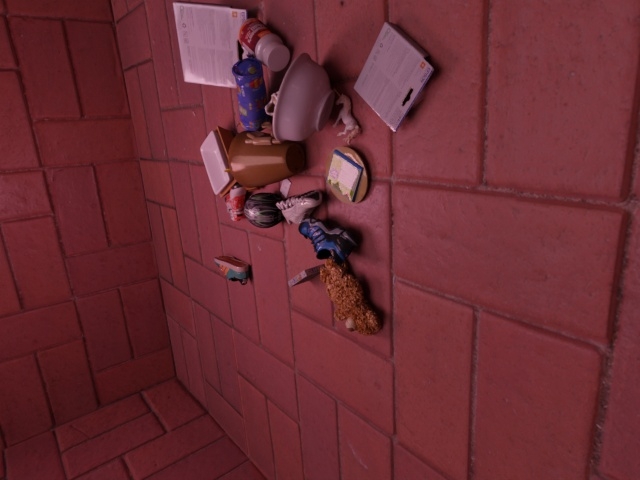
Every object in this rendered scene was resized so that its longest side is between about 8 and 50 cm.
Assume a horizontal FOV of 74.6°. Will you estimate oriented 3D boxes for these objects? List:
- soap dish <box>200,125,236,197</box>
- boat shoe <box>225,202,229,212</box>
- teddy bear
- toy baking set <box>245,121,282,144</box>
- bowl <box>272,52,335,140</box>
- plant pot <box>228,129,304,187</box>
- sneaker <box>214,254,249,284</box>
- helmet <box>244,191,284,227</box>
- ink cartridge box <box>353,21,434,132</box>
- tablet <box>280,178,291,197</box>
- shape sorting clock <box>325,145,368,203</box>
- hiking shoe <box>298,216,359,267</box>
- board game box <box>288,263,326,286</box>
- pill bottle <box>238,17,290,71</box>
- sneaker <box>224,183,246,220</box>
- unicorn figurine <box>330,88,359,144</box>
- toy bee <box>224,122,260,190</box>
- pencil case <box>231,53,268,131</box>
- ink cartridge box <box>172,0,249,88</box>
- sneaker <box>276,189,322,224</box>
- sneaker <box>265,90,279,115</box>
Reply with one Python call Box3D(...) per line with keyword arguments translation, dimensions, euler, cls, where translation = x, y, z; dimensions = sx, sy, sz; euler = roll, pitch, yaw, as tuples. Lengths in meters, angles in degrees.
Box3D(translation=(-0.485, -0.390, 2.107), dimensions=(0.228, 0.118, 0.291), euler=(-28, 80, 53), cls="soap dish")
Box3D(translation=(-0.488, -0.163, 2.264), dimensions=(0.035, 0.035, 0.100), euler=(-13, 92, 53), cls="boat shoe")
Box3D(translation=(0.091, 0.215, 1.584), dimensions=(0.245, 0.113, 0.338), euler=(-37, 73, 54), cls="teddy bear")
Box3D(translation=(-0.164, -0.424, 1.603), dimensions=(0.256, 0.197, 0.030), euler=(10, 139, 30), cls="toy baking set")
Box3D(translation=(-0.038, -0.458, 1.418), dimensions=(0.134, 0.298, 0.298), euler=(23, 127, 7), cls="bowl")
Box3D(translation=(-0.198, -0.326, 1.692), dimensions=(0.254, 0.237, 0.238), euler=(8, 110, 37), cls="plant pot")
Box3D(translation=(-0.502, 0.164, 2.341), dimensions=(0.302, 0.108, 0.121), euler=(18, 112, 47), cls="sneaker")
Box3D(translation=(-0.251, -0.132, 1.859), dimensions=(0.169, 0.161, 0.170), euler=(23, 120, 47), cls="helmet")
Box3D(translation=(0.216, -0.469, 1.224), dimensions=(0.224, 0.045, 0.223), euler=(56, 140, 22), cls="ink cartridge box")
Box3D(translation=(-0.152, -0.234, 1.824), dimensions=(0.054, 0.006, 0.083), euler=(50, 138, 29), cls="tablet")
Box3D(translation=(0.092, -0.228, 1.478), dimensions=(0.206, 0.040, 0.207), euler=(23, 121, 43), cls="shape sorting clock")
Box3D(translation=(0.000, 0.000, 1.580), dimensions=(0.304, 0.132, 0.113), euler=(19, 162, 49), cls="hiking shoe")
Box3D(translation=(-0.058, 0.147, 1.758), dimensions=(0.154, 0.103, 0.026), euler=(-38, 72, 51), cls="board game box")
Box3D(translation=(-0.217, -0.753, 1.622), dimensions=(0.221, 0.121, 0.121), euler=(50, 137, 29), cls="pill bottle")
Box3D(translation=(-0.402, -0.183, 2.088), dimensions=(0.270, 0.090, 0.145), euler=(-28, 80, 63), cls="sneaker")
Box3D(translation=(0.081, -0.413, 1.419), dimensions=(0.162, 0.060, 0.111), euler=(51, 130, 7), cls="unicorn figurine")
Box3D(translation=(-0.354, -0.355, 1.886), dimensions=(0.195, 0.162, 0.298), euler=(-30, 102, 16), cls="toy bee")
Box3D(translation=(-0.281, -0.579, 1.687), dimensions=(0.133, 0.119, 0.306), euler=(33, 154, 16), cls="pencil case")
Box3D(translation=(-0.451, -0.838, 1.817), dimensions=(0.329, 0.071, 0.324), euler=(9, 127, 7), cls="ink cartridge box")
Box3D(translation=(-0.072, -0.129, 1.687), dimensions=(0.292, 0.110, 0.119), euler=(-5, 107, 61), cls="sneaker")
Box3D(translation=(-0.128, -0.544, 1.608), dimensions=(0.228, 0.092, 0.088), euler=(-32, 75, 51), cls="sneaker")
